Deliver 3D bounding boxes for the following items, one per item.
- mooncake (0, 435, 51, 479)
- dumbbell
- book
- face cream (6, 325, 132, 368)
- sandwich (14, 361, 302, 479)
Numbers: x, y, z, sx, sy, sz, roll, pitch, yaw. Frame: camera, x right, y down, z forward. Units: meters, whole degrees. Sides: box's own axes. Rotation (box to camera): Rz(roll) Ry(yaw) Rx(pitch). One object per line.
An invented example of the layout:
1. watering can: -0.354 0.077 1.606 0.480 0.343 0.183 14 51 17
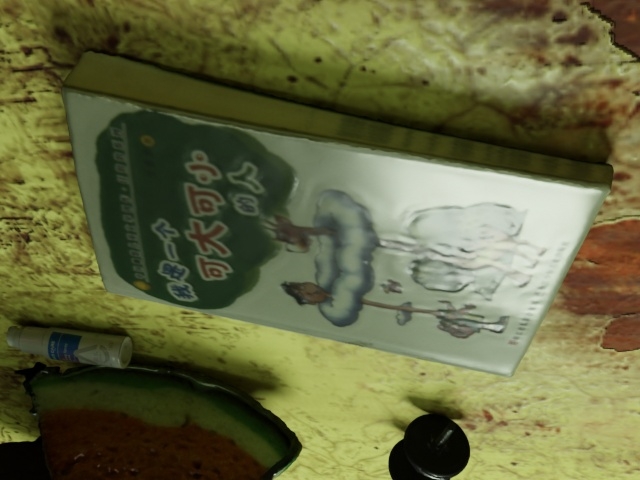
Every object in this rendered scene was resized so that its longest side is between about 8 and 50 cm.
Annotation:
1. mooncake: -0.284 0.323 0.958 0.283 0.283 0.141 12 107 4
2. dumbbell: 0.109 0.221 0.862 0.069 0.069 0.147 16 141 -2
3. book: 0.000 0.000 0.654 0.371 0.043 0.260 12 142 4
4. face cream: -0.260 0.107 0.869 0.130 0.034 0.034 7 141 11
5. sandwich: -0.165 0.233 0.869 0.292 0.212 0.109 -1 148 -5
